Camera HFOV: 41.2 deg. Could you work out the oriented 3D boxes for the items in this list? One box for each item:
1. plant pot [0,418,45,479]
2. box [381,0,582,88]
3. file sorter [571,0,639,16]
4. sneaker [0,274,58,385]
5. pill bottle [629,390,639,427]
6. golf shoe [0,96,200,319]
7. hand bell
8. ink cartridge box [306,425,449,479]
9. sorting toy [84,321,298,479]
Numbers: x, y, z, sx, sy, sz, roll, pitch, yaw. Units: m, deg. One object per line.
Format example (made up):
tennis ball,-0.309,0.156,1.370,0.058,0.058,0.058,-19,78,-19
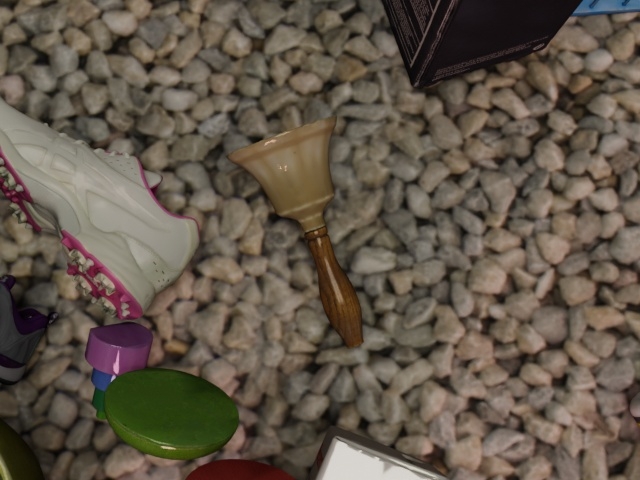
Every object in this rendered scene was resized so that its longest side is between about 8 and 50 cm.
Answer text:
plant pot,-0.357,0.250,0.759,0.274,0.293,0.275,0,82,-2
box,0.151,-0.357,0.866,0.182,0.294,0.296,-18,83,-4
file sorter,0.352,-0.333,0.965,0.170,0.104,0.118,-4,82,-3
sneaker,-0.370,0.054,0.855,0.083,0.224,0.098,15,66,42
pill bottle,0.412,0.226,0.883,0.103,0.103,0.184,-30,83,-6
golf shoe,-0.258,-0.058,0.916,0.140,0.115,0.306,-40,84,-26
hand bell,0.000,0.000,0.919,0.126,0.126,0.242,-21,95,-5
ink cartridge box,0.011,0.325,0.807,0.114,0.198,0.273,22,81,3
sorting toy,-0.139,0.215,0.794,0.127,0.365,0.126,1,114,-38
